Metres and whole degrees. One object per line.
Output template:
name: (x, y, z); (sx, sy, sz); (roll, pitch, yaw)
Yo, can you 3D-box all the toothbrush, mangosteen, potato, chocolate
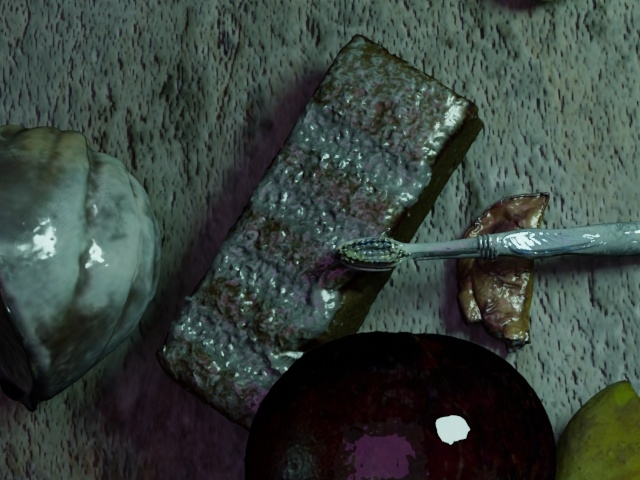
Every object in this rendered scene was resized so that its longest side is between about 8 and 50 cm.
toothbrush: (0.220, 0.004, 1.637); (0.413, 0.042, 0.035); (-3, 88, -4)
mangosteen: (0.069, 0.230, 1.541); (0.300, 0.300, 0.300); (-3, 77, 15)
potato: (0.300, 0.278, 1.550); (0.176, 0.141, 0.298); (-7, 76, 3)
chocolate: (-0.282, 0.000, 1.725); (0.213, 0.303, 0.303); (-28, 70, -20)

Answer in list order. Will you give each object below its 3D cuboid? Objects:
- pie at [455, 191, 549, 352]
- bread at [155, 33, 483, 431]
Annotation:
pie: (0.184, 0.031, 1.693); (0.092, 0.034, 0.170); (3, 80, 12)
bread: (0.000, 0.000, 1.710); (0.165, 0.113, 0.416); (29, 86, 17)
